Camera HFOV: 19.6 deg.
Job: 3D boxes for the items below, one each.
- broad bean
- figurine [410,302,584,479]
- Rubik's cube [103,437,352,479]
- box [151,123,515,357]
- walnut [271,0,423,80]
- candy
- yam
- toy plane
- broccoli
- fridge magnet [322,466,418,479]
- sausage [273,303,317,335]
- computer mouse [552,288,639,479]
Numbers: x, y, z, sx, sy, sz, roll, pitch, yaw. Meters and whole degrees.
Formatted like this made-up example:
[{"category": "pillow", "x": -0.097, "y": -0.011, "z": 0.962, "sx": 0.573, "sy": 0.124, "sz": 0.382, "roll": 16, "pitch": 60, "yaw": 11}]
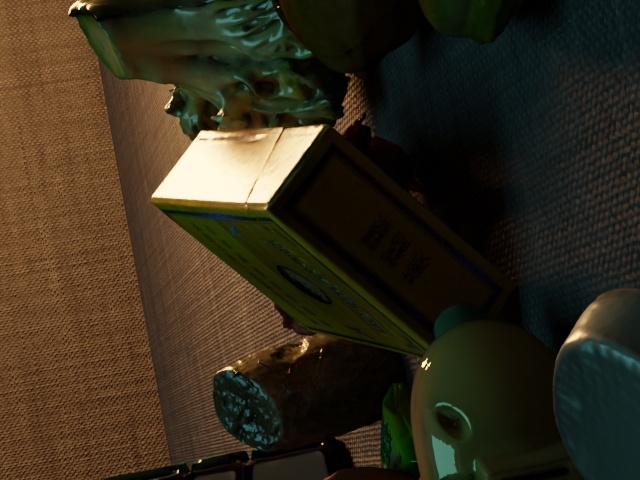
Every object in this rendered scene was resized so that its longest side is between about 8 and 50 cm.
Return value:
[{"category": "broad bean", "x": 0.097, "y": -0.194, "z": 1.221, "sx": 0.174, "sy": 0.082, "sz": 0.124, "roll": -105, "pitch": 9, "yaw": -73}, {"category": "figurine", "x": 0.126, "y": 0.208, "z": 1.281, "sx": 0.222, "sy": 0.124, "sz": 0.324, "roll": -127, "pitch": 26, "yaw": -65}, {"category": "Rubik's cube", "x": -0.092, "y": 0.406, "z": 2.044, "sx": 0.283, "sy": 0.288, "sz": 0.293, "roll": 106, "pitch": 150, "yaw": -66}, {"category": "box", "x": 0.000, "y": 0.000, "z": 1.449, "sx": 0.193, "sy": 0.084, "sz": 0.301, "roll": 39, "pitch": 169, "yaw": -18}, {"category": "walnut", "x": 0.020, "y": -0.224, "z": 1.414, "sx": 0.137, "sy": 0.137, "sz": 0.245, "roll": -114, "pitch": 19, "yaw": -50}, {"category": "candy", "x": 0.078, "y": 0.224, "z": 1.714, "sx": 0.102, "sy": 0.032, "sz": 0.178, "roll": -112, "pitch": 17, "yaw": -45}, {"category": "yam", "x": -0.002, "y": 0.136, "z": 1.724, "sx": 0.107, "sy": 0.183, "sz": 0.107, "roll": 39, "pitch": 137, "yaw": 48}, {"category": "toy plane", "x": 0.032, "y": -0.062, "z": 1.489, "sx": 0.126, "sy": 0.194, "sz": 0.077, "roll": 17, "pitch": 79, "yaw": 36}, {"category": "broccoli", "x": -0.087, "y": -0.184, "z": 1.659, "sx": 0.288, "sy": 0.245, "sz": 0.248, "roll": 87, "pitch": 158, "yaw": -51}, {"category": "fridge magnet", "x": 0.007, "y": 0.372, "z": 1.616, "sx": 0.363, "sy": 0.155, "sz": 0.363, "roll": -43, "pitch": 31, "yaw": 35}, {"category": "sausage", "x": -0.001, "y": 0.030, "z": 1.831, "sx": 0.304, "sy": 0.078, "sz": 0.078, "roll": 113, "pitch": 146, "yaw": -68}, {"category": "computer mouse", "x": 0.206, "y": 0.110, "z": 0.955, "sx": 0.231, "sy": 0.079, "sz": 0.128, "roll": 45, "pitch": 149, "yaw": 43}]
